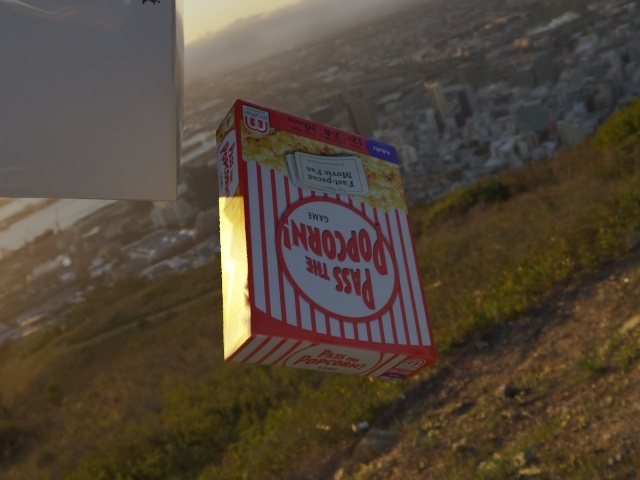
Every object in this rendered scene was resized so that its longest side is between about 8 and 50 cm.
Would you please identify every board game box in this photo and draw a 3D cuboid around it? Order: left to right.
[{"bbox_3d":[0.000,0.000,0.550,0.146,0.193,0.045,11,-35,-29],"label":"board game box"}]

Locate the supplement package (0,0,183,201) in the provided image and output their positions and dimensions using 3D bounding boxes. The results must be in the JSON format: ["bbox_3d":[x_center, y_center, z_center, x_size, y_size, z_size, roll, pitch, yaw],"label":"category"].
[{"bbox_3d":[-0.239,-0.174,0.747,0.198,0.199,0.263,1,22,-9],"label":"supplement package"}]
